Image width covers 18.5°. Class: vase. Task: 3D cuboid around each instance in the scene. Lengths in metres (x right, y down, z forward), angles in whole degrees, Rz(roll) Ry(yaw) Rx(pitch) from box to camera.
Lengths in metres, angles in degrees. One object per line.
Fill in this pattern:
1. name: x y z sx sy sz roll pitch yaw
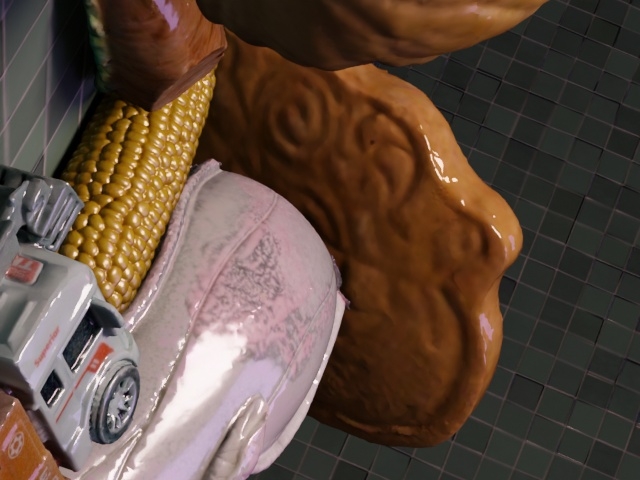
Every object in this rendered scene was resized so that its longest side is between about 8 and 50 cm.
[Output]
1. vase: -0.156 0.142 1.547 0.445 0.250 0.250 -57 171 -41

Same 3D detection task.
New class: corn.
1. corn: -0.147 -0.049 1.473 0.091 0.091 0.260 64 42 -56

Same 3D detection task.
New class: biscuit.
1. biscuit: -0.001 0.001 1.722 0.062 0.385 0.365 -34 150 -44

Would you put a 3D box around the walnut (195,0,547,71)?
1. walnut: 0.031 -0.254 1.079 0.333 0.333 0.333 23 90 -86

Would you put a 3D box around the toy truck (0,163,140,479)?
1. toy truck: -0.221 0.112 1.128 0.184 0.133 0.338 78 34 -55

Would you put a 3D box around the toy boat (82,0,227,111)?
1. toy boat: -0.115 -0.146 1.325 0.108 0.099 0.293 -41 175 -4
